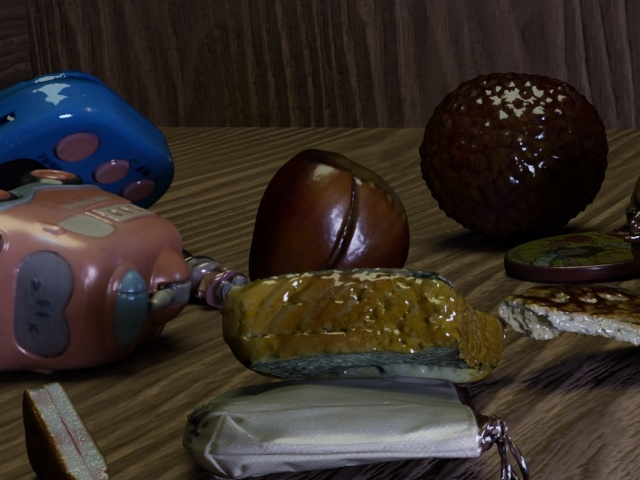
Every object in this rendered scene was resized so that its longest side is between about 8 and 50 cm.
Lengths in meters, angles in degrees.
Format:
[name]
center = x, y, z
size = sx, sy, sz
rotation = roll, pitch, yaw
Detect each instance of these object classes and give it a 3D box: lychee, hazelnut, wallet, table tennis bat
[lychee]
center = 0.273, -0.115, 2.478
size = 0.261, 0.260, 0.260
rotation = -3, 10, 1
[hazelnut]
center = 0.000, 0.000, 2.119
size = 0.208, 0.208, 0.208
rotation = -3, 10, 1
[wallet]
center = 0.022, 0.158, 1.492
size = 0.275, 0.068, 0.335
rotation = 0, 3, -2
[table tennis bat]
center = 0.380, 0.015, 2.281
size = 0.310, 0.038, 0.200
rotation = -12, 14, -26

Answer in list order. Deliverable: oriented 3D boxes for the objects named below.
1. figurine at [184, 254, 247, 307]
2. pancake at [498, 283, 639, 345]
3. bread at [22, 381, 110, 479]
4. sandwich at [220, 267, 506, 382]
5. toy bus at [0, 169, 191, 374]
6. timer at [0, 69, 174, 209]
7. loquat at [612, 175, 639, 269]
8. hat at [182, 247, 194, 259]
[figurine]
center = -0.137, 0.056, 2.166
size = 0.072, 0.054, 0.129
rotation = -24, 26, -25
[pancake]
center = 0.329, 0.099, 1.719
size = 0.266, 0.057, 0.244
rotation = -4, 23, -46
[bread]
center = -0.218, 0.177, 1.488
size = 0.043, 0.062, 0.109
rotation = -13, 56, -37
[sandwich]
center = 0.043, 0.082, 1.637
size = 0.226, 0.087, 0.251
rotation = -6, -12, 14
[toy bus]
center = -0.267, 0.046, 1.916
size = 0.232, 0.194, 0.288
rotation = 14, 14, 19
[timer]
center = -0.382, -0.100, 2.429
size = 0.309, 0.115, 0.340
rotation = -26, -25, 12
[loquat]
center = 0.447, -0.021, 2.000
size = 0.234, 0.187, 0.176
rotation = -3, 11, 5
[hat]
center = -0.248, 0.034, 2.261
size = 0.193, 0.082, 0.193
rotation = 23, -15, 7
